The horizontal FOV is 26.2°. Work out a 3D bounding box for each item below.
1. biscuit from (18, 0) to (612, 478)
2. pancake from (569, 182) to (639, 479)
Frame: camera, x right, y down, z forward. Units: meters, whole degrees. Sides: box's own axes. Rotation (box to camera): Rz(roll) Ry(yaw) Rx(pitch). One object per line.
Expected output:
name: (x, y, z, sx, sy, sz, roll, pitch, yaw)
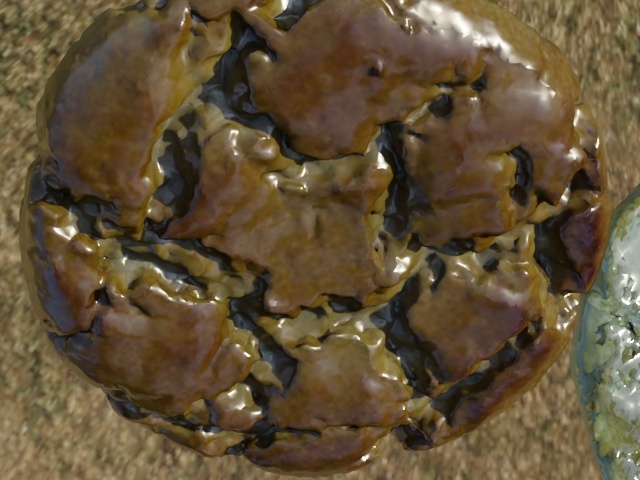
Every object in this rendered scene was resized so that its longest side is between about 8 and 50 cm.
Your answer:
biscuit: (0.000, 0.000, 0.495, 0.226, 0.042, 0.226, -4, 122, -7)
pancake: (0.243, 0.069, 0.776, 0.254, 0.037, 0.253, 1, 87, -26)
